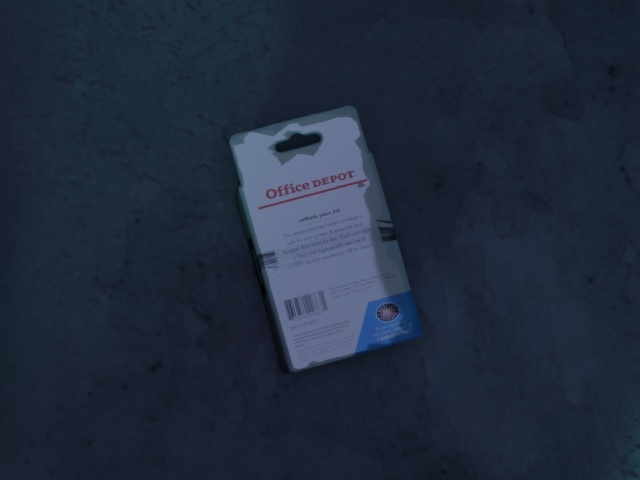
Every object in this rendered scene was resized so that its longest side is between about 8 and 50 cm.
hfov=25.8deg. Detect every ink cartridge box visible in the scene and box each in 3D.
[{"bbox_3d":[0.000,0.000,1.048,0.104,0.060,0.180,-15,86,-8],"label":"ink cartridge box"}]
